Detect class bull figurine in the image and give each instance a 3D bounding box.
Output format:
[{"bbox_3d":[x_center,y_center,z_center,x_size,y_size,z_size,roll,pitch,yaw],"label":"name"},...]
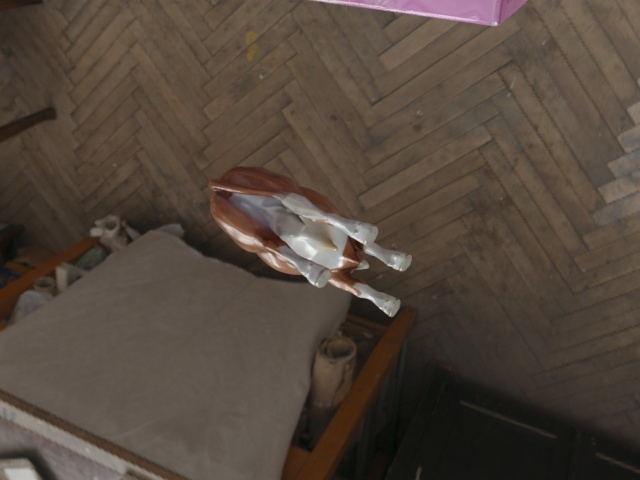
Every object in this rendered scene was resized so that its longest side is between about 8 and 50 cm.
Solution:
[{"bbox_3d":[0.000,0.000,0.760,0.189,0.310,0.101,28,94,32],"label":"bull figurine"}]

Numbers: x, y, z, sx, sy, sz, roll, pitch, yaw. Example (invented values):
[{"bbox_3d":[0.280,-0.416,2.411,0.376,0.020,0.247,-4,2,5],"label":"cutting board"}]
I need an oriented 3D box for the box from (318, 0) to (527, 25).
[{"bbox_3d":[0.019,-0.263,0.388,0.243,0.117,0.213,18,127,23],"label":"box"}]
